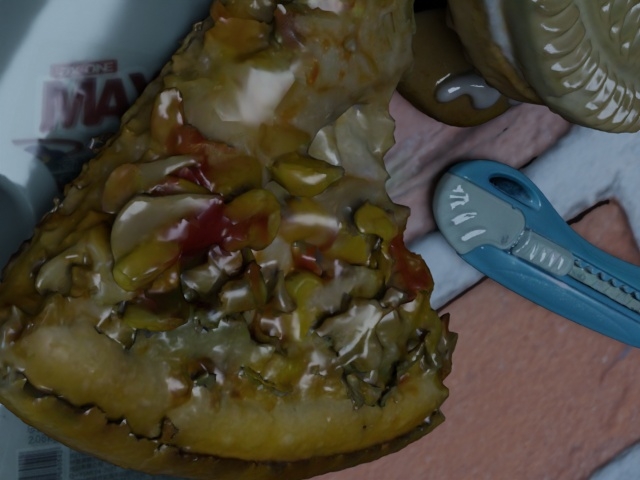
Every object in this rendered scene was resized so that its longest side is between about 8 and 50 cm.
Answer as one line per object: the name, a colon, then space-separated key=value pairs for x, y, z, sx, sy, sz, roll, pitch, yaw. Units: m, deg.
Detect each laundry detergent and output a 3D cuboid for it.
laundry detergent: x=-0.127 y=-0.026 z=0.715 sx=0.264 sy=0.125 sz=0.397 roll=-5 pitch=109 yaw=-30

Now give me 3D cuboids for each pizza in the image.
pizza: x=0.000 y=0.000 z=0.702 sx=0.287 sy=0.074 sz=0.251 roll=-57 pitch=134 yaw=-12

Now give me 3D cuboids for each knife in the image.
knife: x=0.153 y=0.014 z=0.925 sx=0.222 sy=0.031 sz=0.064 roll=28 pitch=90 yaw=-32

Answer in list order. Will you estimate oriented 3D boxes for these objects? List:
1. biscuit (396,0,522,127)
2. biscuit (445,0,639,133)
biscuit: x=0.041 y=-0.203 z=0.785 sx=0.197 sy=0.049 sz=0.301 roll=-6 pitch=109 yaw=-27
biscuit: x=0.155 y=-0.182 z=0.793 sx=0.259 sy=0.079 sz=0.259 roll=-21 pitch=118 yaw=-45
